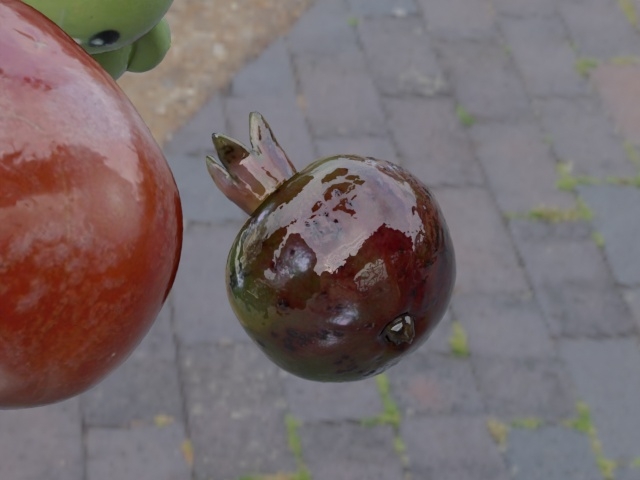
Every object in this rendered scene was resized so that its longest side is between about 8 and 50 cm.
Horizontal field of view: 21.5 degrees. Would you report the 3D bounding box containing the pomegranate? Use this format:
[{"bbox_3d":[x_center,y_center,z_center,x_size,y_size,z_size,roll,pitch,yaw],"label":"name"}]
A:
[{"bbox_3d":[0.007,-0.003,0.930,0.129,0.129,0.159,-7,68,-19],"label":"pomegranate"}]

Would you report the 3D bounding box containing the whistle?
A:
[{"bbox_3d":[-0.161,-0.133,1.045,0.141,0.294,0.141,8,52,-11],"label":"whistle"}]

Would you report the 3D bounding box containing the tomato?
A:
[{"bbox_3d":[-0.142,-0.023,0.722,0.187,0.151,0.187,19,27,-10],"label":"tomato"}]
